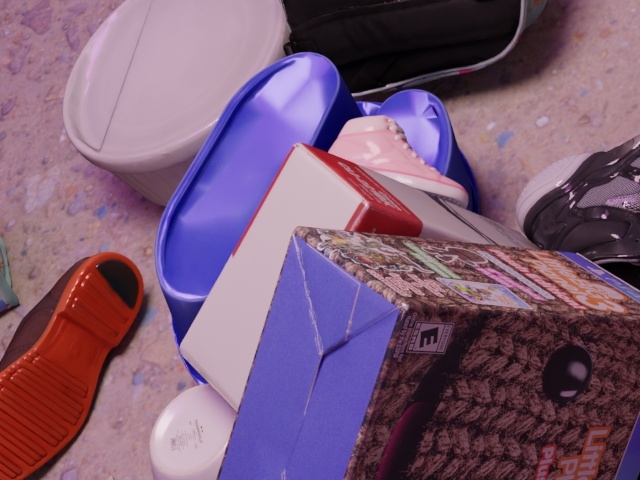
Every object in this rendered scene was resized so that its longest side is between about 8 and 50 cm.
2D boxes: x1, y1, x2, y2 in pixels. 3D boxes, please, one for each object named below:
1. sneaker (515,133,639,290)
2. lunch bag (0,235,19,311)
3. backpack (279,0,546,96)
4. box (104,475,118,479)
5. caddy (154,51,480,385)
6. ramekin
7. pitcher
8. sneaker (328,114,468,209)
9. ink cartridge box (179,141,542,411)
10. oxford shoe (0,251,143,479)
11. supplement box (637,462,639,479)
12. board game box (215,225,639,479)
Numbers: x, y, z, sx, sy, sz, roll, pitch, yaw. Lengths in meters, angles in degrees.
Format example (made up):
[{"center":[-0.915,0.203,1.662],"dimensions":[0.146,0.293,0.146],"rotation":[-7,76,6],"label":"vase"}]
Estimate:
[{"center":[0.298,-0.035,1.679],"dimensions":[0.268,0.101,0.153],"rotation":[-32,43,19],"label":"sneaker"},{"center":[-0.464,-0.012,2.068],"dimensions":[0.223,0.262,0.160],"rotation":[-22,45,-1],"label":"lunch bag"},{"center":[0.095,-0.267,1.927],"dimensions":[0.253,0.225,0.191],"rotation":[-8,21,32],"label":"backpack"},{"center":[-0.235,0.331,1.667],"dimensions":[0.275,0.113,0.094],"rotation":[-39,42,1],"label":"box"},{"center":[0.000,0.000,1.813],"dimensions":[0.241,0.179,0.341],"rotation":[22,68,20],"label":"caddy"},{"center":[-0.123,-0.153,2.066],"dimensions":[0.273,0.127,0.273],"rotation":[-20,46,22],"label":"ramekin"},{"center":[-0.044,0.222,1.628],"dimensions":[0.125,0.207,0.177],"rotation":[-32,44,10],"label":"pitcher"},{"center":[0.070,-0.070,1.705],"dimensions":[0.134,0.051,0.070],"rotation":[15,70,22],"label":"sneaker"},{"center":[0.056,0.063,1.606],"dimensions":[0.114,0.273,0.197],"rotation":[42,106,46],"label":"ink cartridge box"},{"center":[-0.275,0.133,1.979],"dimensions":[0.271,0.097,0.098],"rotation":[-55,23,-22],"label":"oxford shoe"},{"center":[0.282,0.155,1.555],"dimensions":[0.083,0.056,0.083],"rotation":[-47,42,-7],"label":"supplement box"},{"center":[0.097,0.130,1.481],"dimensions":[0.141,0.291,0.232],"rotation":[35,114,48],"label":"board game box"}]
